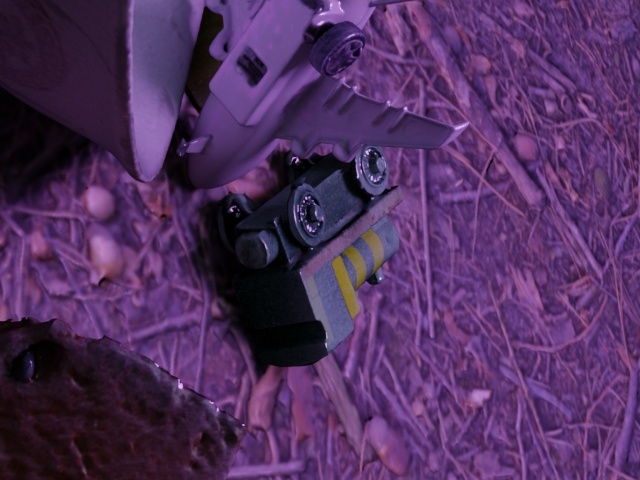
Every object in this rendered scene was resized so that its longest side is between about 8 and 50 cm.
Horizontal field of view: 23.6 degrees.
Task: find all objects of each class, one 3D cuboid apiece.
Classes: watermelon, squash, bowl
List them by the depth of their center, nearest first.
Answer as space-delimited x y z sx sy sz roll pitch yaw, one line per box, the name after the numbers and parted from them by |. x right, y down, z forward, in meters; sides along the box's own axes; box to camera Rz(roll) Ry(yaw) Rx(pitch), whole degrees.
-0.150 0.130 0.752 0.193 0.257 0.140 37 45 -25 | watermelon
-0.167 -0.261 0.927 0.196 0.435 0.435 9 55 -1 | bowl
-0.030 -0.154 1.157 0.105 0.132 0.105 28 50 -40 | squash

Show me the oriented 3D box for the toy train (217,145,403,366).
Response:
0.001 0.000 1.170 0.200 0.083 0.132 -37 113 -53 | toy train

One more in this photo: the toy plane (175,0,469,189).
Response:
-0.023 -0.129 1.064 0.251 0.255 0.101 51 25 19 | toy plane
